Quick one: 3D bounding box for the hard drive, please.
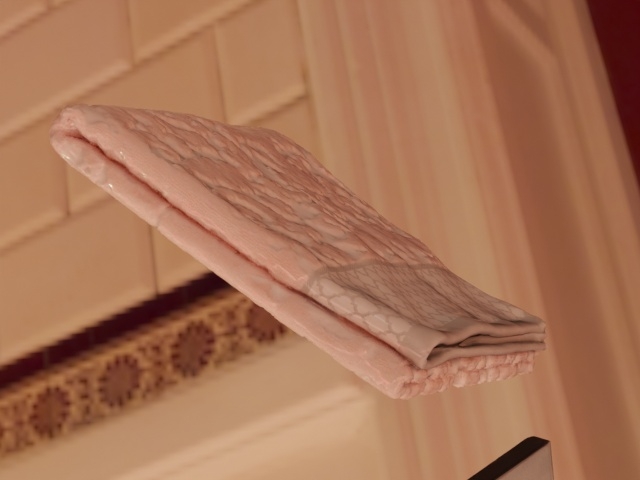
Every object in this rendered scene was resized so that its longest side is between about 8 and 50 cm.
[{"bbox_3d":[0.146,0.229,1.290,0.022,0.135,0.094,13,-151,42],"label":"hard drive"}]

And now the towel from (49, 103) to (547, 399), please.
[{"bbox_3d":[0.000,0.000,1.243,0.053,0.317,0.332,-58,161,11],"label":"towel"}]
